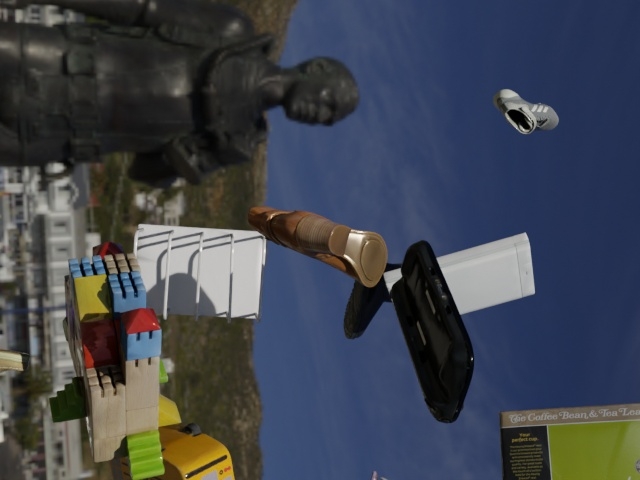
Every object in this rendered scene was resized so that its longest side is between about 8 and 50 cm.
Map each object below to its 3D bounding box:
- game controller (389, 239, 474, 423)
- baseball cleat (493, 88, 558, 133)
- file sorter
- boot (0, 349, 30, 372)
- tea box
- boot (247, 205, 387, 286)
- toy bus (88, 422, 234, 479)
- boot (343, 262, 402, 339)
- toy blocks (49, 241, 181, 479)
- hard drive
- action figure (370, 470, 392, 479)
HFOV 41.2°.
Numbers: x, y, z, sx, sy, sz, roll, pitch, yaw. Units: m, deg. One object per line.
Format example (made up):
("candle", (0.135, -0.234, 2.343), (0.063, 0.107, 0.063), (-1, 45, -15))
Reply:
("game controller", (0.185, 0.143, 1.415), (0.319, 0.067, 0.166), (-105, -151, -51))
("baseball cleat", (0.470, -0.269, 1.915), (0.072, 0.206, 0.109), (-50, -139, 35))
("file sorter", (-0.253, 0.072, 1.792), (0.173, 0.278, 0.192), (-157, -109, -82))
("boot", (-0.553, 0.250, 1.313), (0.077, 0.213, 0.165), (72, 14, -76))
("tea box", (0.562, 0.535, 1.797), (0.220, 0.329, 0.323), (59, 30, -52))
("boot", (0.000, 0.000, 1.223), (0.152, 0.197, 0.072), (15, -103, 35))
("toy bus", (-0.303, 0.408, 1.592), (0.333, 0.108, 0.130), (2, -75, 46))
("boot", (0.188, 0.169, 2.344), (0.094, 0.207, 0.246), (-131, -127, -65))
("toy blocks", (-0.326, 0.139, 1.315), (0.381, 0.191, 0.260), (-124, -145, -49))
("hard drive", (0.350, 0.108, 2.122), (0.233, 0.353, 0.047), (66, 10, -51))
("action figure", (0.235, 0.554, 1.716), (0.185, 0.285, 0.099), (66, 38, -60))
